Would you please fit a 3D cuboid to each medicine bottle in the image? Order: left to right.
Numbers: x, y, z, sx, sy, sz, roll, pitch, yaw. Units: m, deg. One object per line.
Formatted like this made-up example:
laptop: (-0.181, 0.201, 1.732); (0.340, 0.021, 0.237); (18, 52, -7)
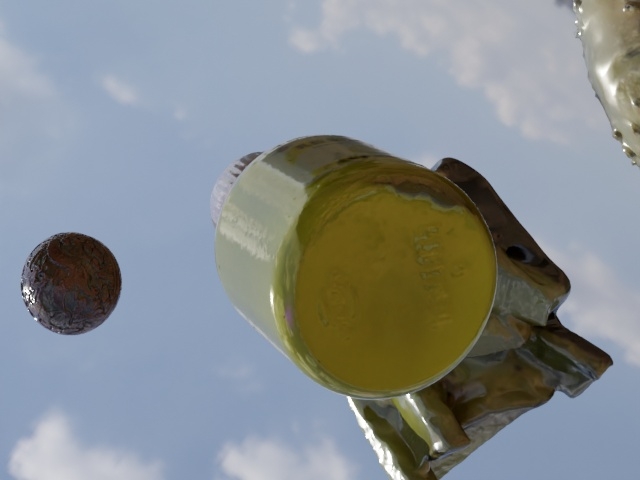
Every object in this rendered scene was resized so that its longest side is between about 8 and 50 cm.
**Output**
medicine bottle: (0.000, 0.000, 0.809); (0.122, 0.122, 0.212); (29, -178, -24)

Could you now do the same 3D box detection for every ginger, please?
ginger: (0.113, 0.117, 1.678); (0.211, 0.358, 0.413); (-37, -68, -40)

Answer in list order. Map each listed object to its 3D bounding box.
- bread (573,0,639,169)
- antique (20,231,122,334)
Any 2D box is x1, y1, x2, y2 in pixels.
bread: (0.309, -0.143, 0.929); (0.305, 0.305, 0.159); (31, 157, -16)
antique: (-0.240, 0.042, 1.411); (0.104, 0.104, 0.104); (33, -166, -9)
